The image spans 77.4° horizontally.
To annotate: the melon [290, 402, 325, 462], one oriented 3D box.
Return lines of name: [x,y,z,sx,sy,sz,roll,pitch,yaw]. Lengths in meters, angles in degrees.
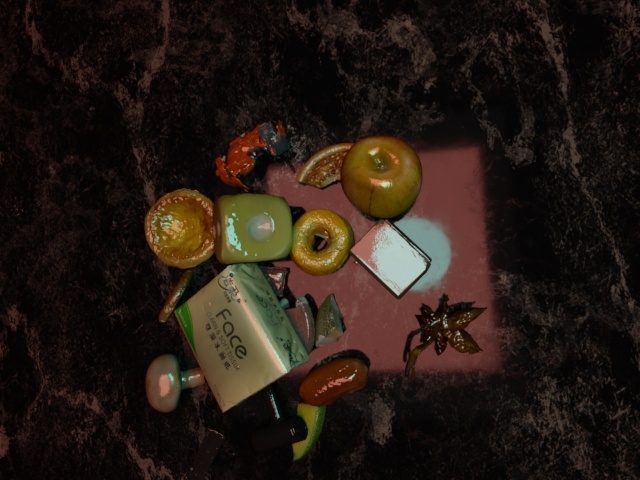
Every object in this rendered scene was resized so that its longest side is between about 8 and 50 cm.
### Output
melon: [-0.060,0.694,1.452,0.114,0.053,0.261,19,90,18]

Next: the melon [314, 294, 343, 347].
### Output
melon: [0.039,0.297,1.425,0.093,0.139,0.202,11,87,-12]

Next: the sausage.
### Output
sausage: [0.044,0.491,1.404,0.259,0.133,0.133,-27,83,8]

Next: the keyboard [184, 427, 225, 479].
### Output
keyboard: [-0.442,0.829,1.526,0.072,0.023,0.231,26,93,3]

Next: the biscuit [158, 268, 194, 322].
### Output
biscuit: [-0.533,0.203,1.476,0.042,0.226,0.225,30,93,-11]

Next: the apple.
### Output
apple: [0.201,-0.215,1.340,0.286,0.233,0.285,-4,72,13]

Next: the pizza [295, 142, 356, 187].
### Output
pizza: [0.031,-0.277,1.476,0.271,0.056,0.134,-19,76,10]

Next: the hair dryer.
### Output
hair dryer: [-0.172,0.621,1.457,0.197,0.089,0.251,-28,68,21]

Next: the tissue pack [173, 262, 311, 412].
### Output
tissue pack: [-0.280,0.328,1.388,0.332,0.205,0.404,-37,76,20]

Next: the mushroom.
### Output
mushroom: [-0.556,0.517,1.495,0.206,0.209,0.206,23,128,33]

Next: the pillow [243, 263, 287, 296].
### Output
pillow: [-0.220,0.147,1.509,0.185,0.043,0.118,9,91,6]

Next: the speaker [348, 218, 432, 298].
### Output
speaker: [0.239,0.063,1.374,0.231,0.153,0.192,44,94,9]

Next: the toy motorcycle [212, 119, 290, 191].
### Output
toy motorcycle: [-0.262,-0.312,1.492,0.326,0.148,0.221,-31,60,13]

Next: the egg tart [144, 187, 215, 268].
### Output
egg tart: [-0.509,-0.044,1.527,0.319,0.128,0.318,-1,85,9]

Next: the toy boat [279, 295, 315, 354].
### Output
toy boat: [-0.084,0.320,1.460,0.155,0.085,0.227,-12,79,27]

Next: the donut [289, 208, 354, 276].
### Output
donut: [-0.002,0.002,1.447,0.254,0.118,0.253,-1,74,3]

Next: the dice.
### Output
dice: [-0.241,-0.037,1.386,0.239,0.233,0.226,-3,88,-23]

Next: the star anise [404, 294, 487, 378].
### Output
star anise: [0.405,0.330,1.337,0.346,0.148,0.237,-40,79,-4]
